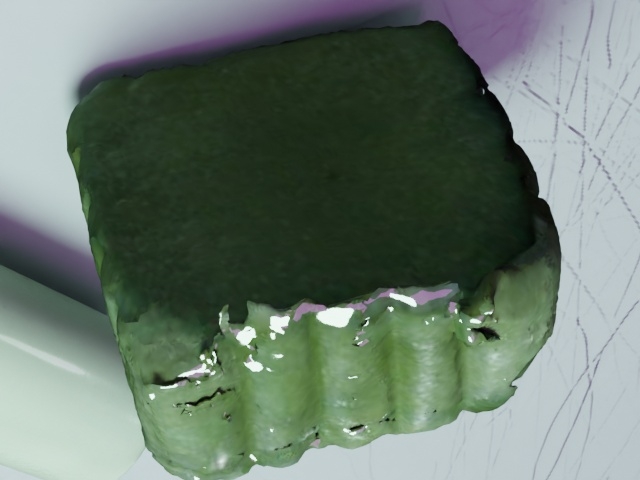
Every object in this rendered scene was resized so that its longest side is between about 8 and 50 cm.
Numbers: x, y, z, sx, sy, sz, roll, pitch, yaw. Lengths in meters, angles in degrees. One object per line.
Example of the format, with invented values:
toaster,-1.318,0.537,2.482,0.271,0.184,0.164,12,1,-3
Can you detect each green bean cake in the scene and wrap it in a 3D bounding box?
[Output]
green bean cake,0.000,0.000,0.908,0.227,0.222,0.125,-16,136,-4

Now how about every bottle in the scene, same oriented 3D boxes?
bottle,-0.202,0.054,0.955,0.104,0.104,0.245,-43,135,18
